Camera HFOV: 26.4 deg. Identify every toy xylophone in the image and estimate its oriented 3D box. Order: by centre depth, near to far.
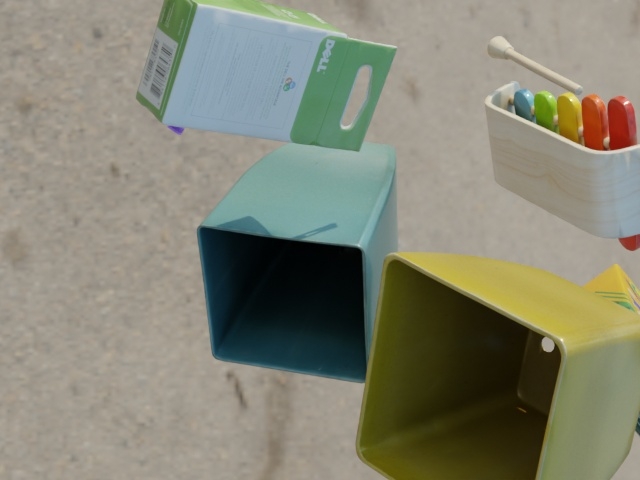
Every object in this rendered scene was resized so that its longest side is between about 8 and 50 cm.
[{"bbox_3d":[0.303,-0.127,1.701,0.081,0.323,0.236,-22,127,-20],"label":"toy xylophone"}]

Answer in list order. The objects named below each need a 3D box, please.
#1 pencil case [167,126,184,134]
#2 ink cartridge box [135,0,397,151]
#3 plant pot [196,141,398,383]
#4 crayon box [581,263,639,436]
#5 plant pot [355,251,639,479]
[{"bbox_3d":[-0.149,-0.238,1.838,0.086,0.088,0.206,35,46,-8],"label":"pencil case"},{"bbox_3d":[-0.046,-0.148,1.195,0.209,0.062,0.109,6,113,-35],"label":"ink cartridge box"},{"bbox_3d":[0.000,0.000,1.395,0.234,0.166,0.165,-61,154,-52],"label":"plant pot"},{"bbox_3d":[0.420,0.158,1.762,0.203,0.083,0.323,50,15,-10],"label":"crayon box"},{"bbox_3d":[0.182,0.129,1.233,0.187,0.212,0.212,-11,117,-39],"label":"plant pot"}]
